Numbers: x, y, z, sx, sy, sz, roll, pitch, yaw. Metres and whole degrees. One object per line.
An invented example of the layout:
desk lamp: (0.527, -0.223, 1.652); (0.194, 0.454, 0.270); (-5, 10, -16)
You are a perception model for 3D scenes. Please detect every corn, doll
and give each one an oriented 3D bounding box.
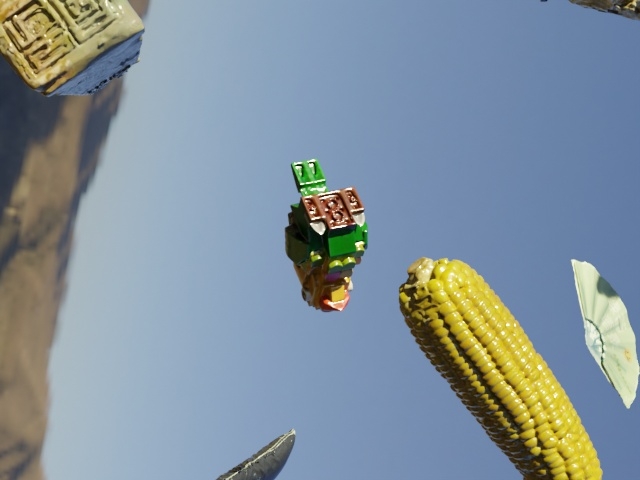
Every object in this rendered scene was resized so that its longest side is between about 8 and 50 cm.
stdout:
corn: (0.222, 0.171, 1.888); (0.120, 0.363, 0.120); (-34, -169, 8)
doll: (0.004, 0.004, 2.038); (0.134, 0.106, 0.186); (-136, -141, -54)

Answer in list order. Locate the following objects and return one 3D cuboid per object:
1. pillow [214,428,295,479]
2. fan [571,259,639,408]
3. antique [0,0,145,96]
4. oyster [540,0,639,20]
pillow: (-0.119, 0.366, 2.307); (0.208, 0.055, 0.141); (-25, 151, -54)
fan: (0.433, 0.134, 2.323); (0.009, 0.131, 0.240); (-20, -88, 40)
antique: (-0.290, -0.248, 1.834); (0.150, 0.125, 0.284); (-34, -178, 0)
oyster: (0.459, -0.469, 2.660); (0.166, 0.341, 0.110); (-46, 152, -15)
